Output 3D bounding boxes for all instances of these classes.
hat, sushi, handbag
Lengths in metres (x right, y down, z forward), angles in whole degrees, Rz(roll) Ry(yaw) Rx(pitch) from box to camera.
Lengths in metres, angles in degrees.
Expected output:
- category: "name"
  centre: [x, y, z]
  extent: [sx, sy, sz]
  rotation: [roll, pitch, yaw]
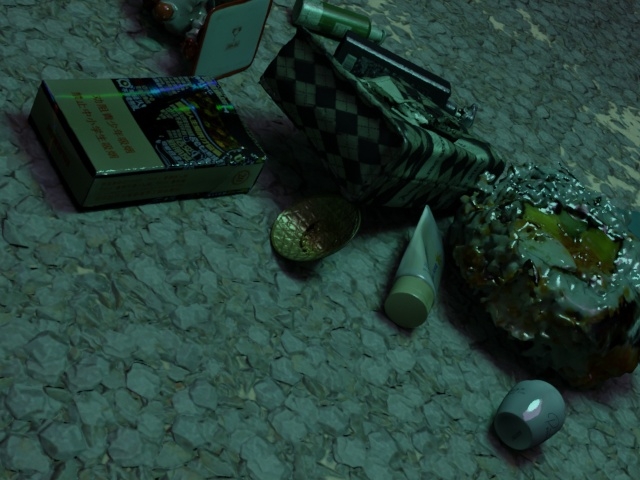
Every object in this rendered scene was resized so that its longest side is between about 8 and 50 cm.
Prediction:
- category: "hat"
  centre: [0.000, 0.000, 1.510]
  extent: [0.146, 0.067, 0.146]
  rotation: [-11, 43, 11]
- category: "sushi"
  centre: [0.394, 0.044, 1.637]
  extent: [0.418, 0.176, 0.417]
  rotation: [21, 43, -21]
- category: "handbag"
  centre: [0.108, -0.197, 1.661]
  extent: [0.316, 0.180, 0.416]
  rotation: [50, 24, 24]

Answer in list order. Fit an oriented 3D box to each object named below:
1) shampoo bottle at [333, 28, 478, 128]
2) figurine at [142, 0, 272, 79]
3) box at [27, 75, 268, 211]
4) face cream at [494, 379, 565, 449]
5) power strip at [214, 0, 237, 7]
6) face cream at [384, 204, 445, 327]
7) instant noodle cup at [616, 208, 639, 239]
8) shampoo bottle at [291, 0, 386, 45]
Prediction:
- category: "shampoo bottle"
  centre: [0.166, -0.301, 1.911]
  extent: [0.309, 0.098, 0.071]
  rotation: [26, 31, -10]
- category: "figurine"
  centre: [-0.238, -0.412, 1.718]
  extent: [0.226, 0.160, 0.183]
  rotation: [36, 37, 18]
- category: "box"
  centre: [-0.258, -0.156, 1.465]
  extent: [0.310, 0.084, 0.198]
  rotation: [-10, 55, -41]
- category: "face cream"
  centre: [0.309, 0.258, 1.429]
  extent: [0.095, 0.091, 0.091]
  rotation: [-29, 69, -41]
- category: "power strip"
  centre: [-0.176, -0.491, 1.778]
  extent: [0.198, 0.213, 0.064]
  rotation: [35, 63, -1]
- category: "face cream"
  centre: [0.167, 0.044, 1.560]
  extent: [0.224, 0.070, 0.114]
  rotation: [-58, 134, -50]
- category: "instant noodle cup"
  centre: [0.614, 0.006, 1.933]
  extent: [0.157, 0.070, 0.179]
  rotation: [6, 47, -29]
- category: "shampoo bottle"
  centre: [0.042, -0.451, 2.011]
  extent: [0.205, 0.065, 0.065]
  rotation: [13, 43, -23]
